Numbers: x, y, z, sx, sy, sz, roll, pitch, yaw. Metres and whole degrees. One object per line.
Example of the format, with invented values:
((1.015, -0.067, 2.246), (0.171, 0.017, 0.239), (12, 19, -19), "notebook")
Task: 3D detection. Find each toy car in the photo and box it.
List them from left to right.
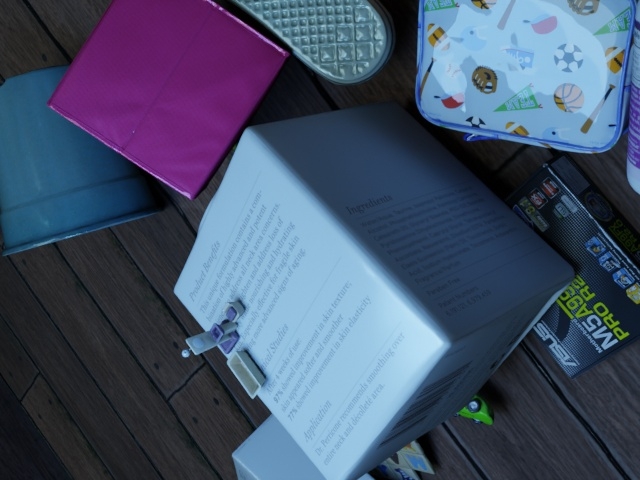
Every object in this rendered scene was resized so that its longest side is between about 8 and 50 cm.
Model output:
((0.196, 0.256, 1.489), (0.225, 0.053, 0.239), (14, 155, 29), "toy car")

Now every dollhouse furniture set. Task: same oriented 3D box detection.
((-0.125, 0.157, 1.169), (0.114, 0.081, 0.091), (51, 133, 19), "dollhouse furniture set")

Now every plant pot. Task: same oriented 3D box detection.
((-0.540, -0.172, 1.815), (0.341, 0.341, 0.334), (-13, 96, 47), "plant pot")

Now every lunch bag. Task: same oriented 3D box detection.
((0.265, -0.238, 1.131), (0.303, 0.115, 0.243), (16, 125, 29), "lunch bag")

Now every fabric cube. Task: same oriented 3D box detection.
((-0.222, -0.248, 1.350), (0.259, 0.254, 0.258), (33, 97, -7), "fabric cube")

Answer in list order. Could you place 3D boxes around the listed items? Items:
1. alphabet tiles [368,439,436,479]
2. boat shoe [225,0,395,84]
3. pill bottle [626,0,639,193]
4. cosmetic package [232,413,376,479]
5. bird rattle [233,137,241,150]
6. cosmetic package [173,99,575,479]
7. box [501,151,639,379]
((0.060, 0.349, 1.662), (0.285, 0.011, 0.342), (1, 132, 43), "alphabet tiles")
((-0.084, -0.426, 1.293), (0.500, 0.156, 0.187), (44, 108, 0), "boat shoe")
((0.434, -0.199, 0.965), (0.169, 0.169, 0.301), (15, 122, 38), "pill bottle")
((0.044, 0.553, 1.718), (0.453, 0.161, 0.230), (37, 154, 23), "cosmetic package")
((-0.246, -0.196, 1.604), (0.253, 0.207, 0.143), (-20, 80, 38), "bird rattle")
((0.065, 0.058, 1.244), (0.393, 0.327, 0.329), (48, 131, 21), "cosmetic package")
((0.356, 0.041, 1.254), (0.270, 0.060, 0.216), (52, 137, 9), "box")
